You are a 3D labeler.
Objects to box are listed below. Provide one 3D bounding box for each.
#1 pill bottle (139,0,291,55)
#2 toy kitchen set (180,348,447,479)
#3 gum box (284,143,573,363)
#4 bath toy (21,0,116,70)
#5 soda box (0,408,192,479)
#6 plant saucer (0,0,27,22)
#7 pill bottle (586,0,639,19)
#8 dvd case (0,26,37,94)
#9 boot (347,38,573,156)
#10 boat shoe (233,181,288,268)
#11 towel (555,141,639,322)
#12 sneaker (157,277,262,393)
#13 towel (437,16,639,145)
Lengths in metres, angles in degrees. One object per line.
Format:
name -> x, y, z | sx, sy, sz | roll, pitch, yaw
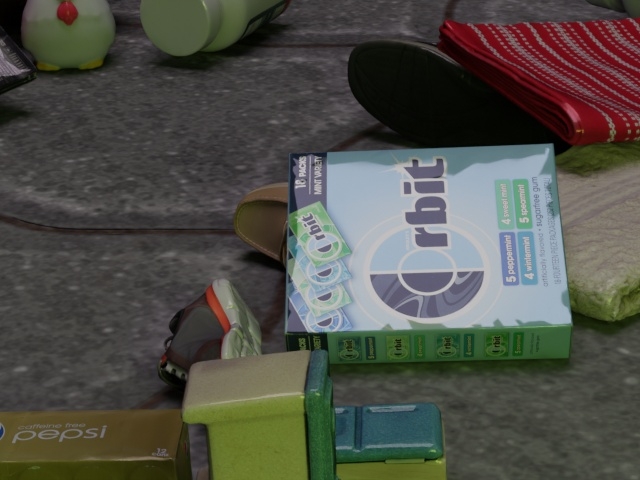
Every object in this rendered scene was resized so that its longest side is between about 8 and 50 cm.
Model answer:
pill bottle -> -0.109, -0.256, 1.765 | 0.108, 0.108, 0.180 | 8, 25, 23
toy kitchen set -> 0.005, 0.099, 0.859 | 0.122, 0.166, 0.207 | -2, 24, 2
gum box -> 0.070, 0.007, 1.139 | 0.184, 0.041, 0.157 | -2, 52, 3
bath toy -> -0.378, -0.221, 1.691 | 0.348, 0.129, 0.151 | -7, 24, -12
soda box -> -0.162, 0.132, 0.931 | 0.181, 0.061, 0.058 | -2, 23, 2
plant saucer -> -0.305, -0.270, 1.829 | 0.199, 0.036, 0.198 | -8, -7, -1
pill bottle -> 0.400, -0.266, 1.656 | 0.169, 0.169, 0.301 | -23, 31, -39
dvd case -> -0.397, -0.166, 1.560 | 0.221, 0.018, 0.164 | -29, 67, -32
boot -> 0.161, -0.142, 1.507 | 0.236, 0.085, 0.178 | 16, 27, 23
boat shoe -> 0.000, 0.000, 1.218 | 0.170, 0.063, 0.059 | 14, 23, 32
towel -> 0.235, -0.021, 1.261 | 0.282, 0.049, 0.187 | -22, 29, -36
sneaker -> -0.069, 0.083, 1.067 | 0.065, 0.061, 0.158 | -29, 22, 7
towel -> 0.253, -0.138, 1.399 | 0.275, 0.031, 0.199 | -7, 33, -32
